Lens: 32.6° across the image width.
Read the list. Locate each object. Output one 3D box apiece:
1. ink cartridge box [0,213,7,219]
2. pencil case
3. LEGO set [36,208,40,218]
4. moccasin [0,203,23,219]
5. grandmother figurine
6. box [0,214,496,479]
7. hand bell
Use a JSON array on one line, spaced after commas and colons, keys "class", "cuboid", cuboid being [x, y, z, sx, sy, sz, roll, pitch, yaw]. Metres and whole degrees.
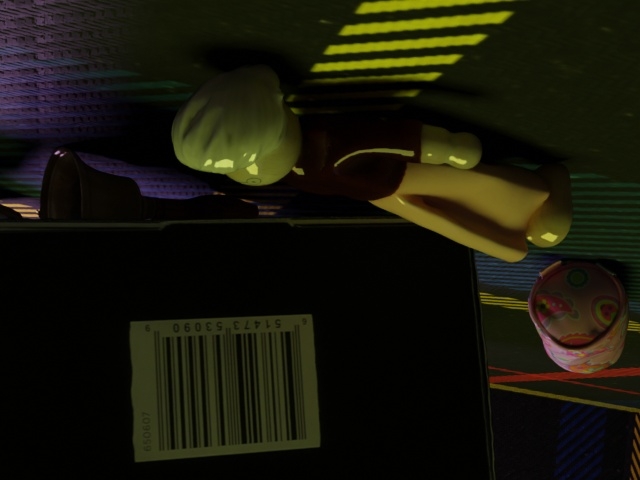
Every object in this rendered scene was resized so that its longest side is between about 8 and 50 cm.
[{"class": "ink cartridge box", "cuboid": [-0.574, -0.019, 1.363, 0.308, 0.091, 0.385, 25, 161, -18]}, {"class": "pencil case", "cuboid": [0.341, 0.103, 1.439, 0.124, 0.124, 0.284, 5, 168, 18]}, {"class": "LEGO set", "cuboid": [-0.260, 0.037, 1.560, 0.331, 0.192, 0.255, -1, 137, 30]}, {"class": "moccasin", "cuboid": [-0.577, -0.009, 1.539, 0.380, 0.139, 0.147, 2, 153, 45]}, {"class": "grandmother figurine", "cuboid": [0.045, -0.058, 0.871, 0.342, 0.104, 0.208, 12, 161, -30]}, {"class": "box", "cuboid": [-0.140, 0.159, 1.145, 0.480, 0.297, 0.472, -1, 171, -18]}, {"class": "hand bell", "cuboid": [-0.176, -0.036, 1.227, 0.242, 0.126, 0.126, 1, 175, -33]}]
